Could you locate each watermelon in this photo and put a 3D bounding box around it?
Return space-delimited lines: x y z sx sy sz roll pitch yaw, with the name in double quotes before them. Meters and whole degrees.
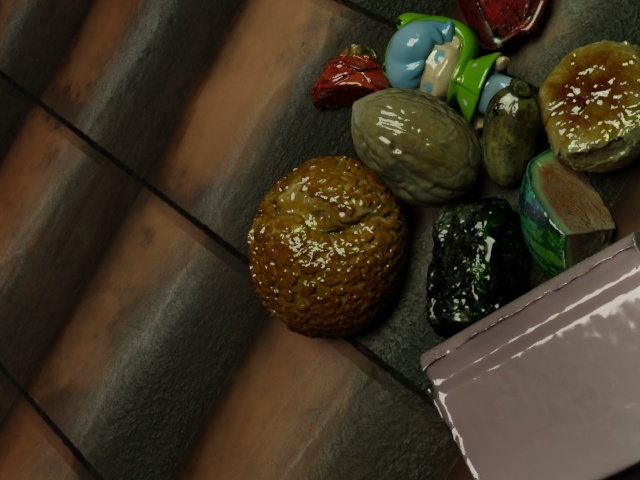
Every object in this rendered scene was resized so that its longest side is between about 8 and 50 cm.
"watermelon" 0.328 -0.036 1.855 0.128 0.146 0.231 -40 51 22

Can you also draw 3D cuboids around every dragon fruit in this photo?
"dragon fruit" 0.309 -0.391 2.081 0.161 0.120 0.127 -26 10 2
"dragon fruit" 0.041 -0.300 2.269 0.162 0.083 0.106 -8 65 41

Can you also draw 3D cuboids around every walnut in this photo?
"walnut" 0.147 -0.150 2.001 0.178 0.230 0.178 -55 9 12

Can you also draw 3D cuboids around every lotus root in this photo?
"lotus root" 0.292 -0.164 1.960 0.089 0.081 0.179 27 130 32

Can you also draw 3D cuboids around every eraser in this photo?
"eraser" 0.344 0.191 1.720 0.359 0.122 0.272 -35 73 26

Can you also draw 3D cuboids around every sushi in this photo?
"sushi" 0.239 0.045 1.915 0.127 0.124 0.225 -10 61 38

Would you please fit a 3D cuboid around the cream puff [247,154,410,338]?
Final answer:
"cream puff" 0.000 0.000 2.084 0.303 0.212 0.303 -22 54 33

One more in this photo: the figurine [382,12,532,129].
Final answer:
"figurine" 0.215 -0.268 2.066 0.263 0.143 0.162 30 121 27

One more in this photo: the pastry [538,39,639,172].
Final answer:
"pastry" 0.416 -0.197 1.878 0.182 0.093 0.192 -20 57 23
